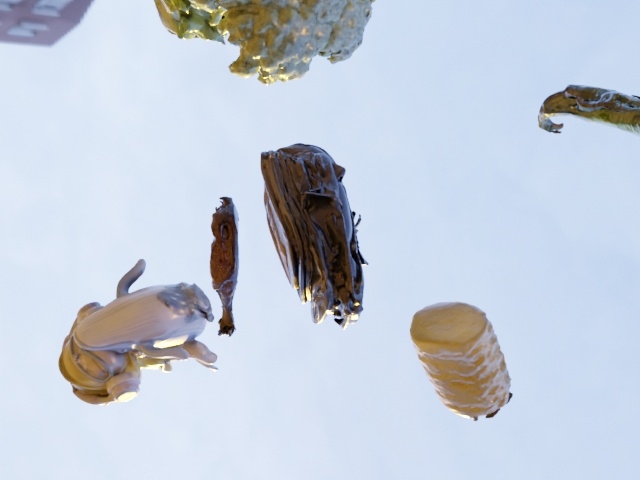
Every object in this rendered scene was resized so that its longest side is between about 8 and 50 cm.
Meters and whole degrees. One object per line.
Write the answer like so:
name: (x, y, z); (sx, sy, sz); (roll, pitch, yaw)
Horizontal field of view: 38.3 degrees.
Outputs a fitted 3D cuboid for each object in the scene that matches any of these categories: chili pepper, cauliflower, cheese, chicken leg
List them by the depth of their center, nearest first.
cauliflower: (-0.077, -0.280, 0.937); (0.275, 0.272, 0.250); (53, -33, -12)
chili pepper: (0.430, -0.163, 1.271); (0.359, 0.085, 0.076); (30, -86, 57)
cheese: (0.203, 0.172, 1.326); (0.123, 0.094, 0.167); (9, -40, 36)
chicken leg: (-0.166, 0.049, 1.607); (0.051, 0.106, 0.253); (1, -81, -2)

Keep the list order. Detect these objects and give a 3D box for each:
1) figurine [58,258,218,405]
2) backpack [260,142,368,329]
figurine: (-0.200, 0.112, 1.045); (0.184, 0.208, 0.128); (-37, -114, 18)
backpack: (0.000, 0.000, 1.262); (0.133, 0.206, 0.258); (-12, -124, -3)
